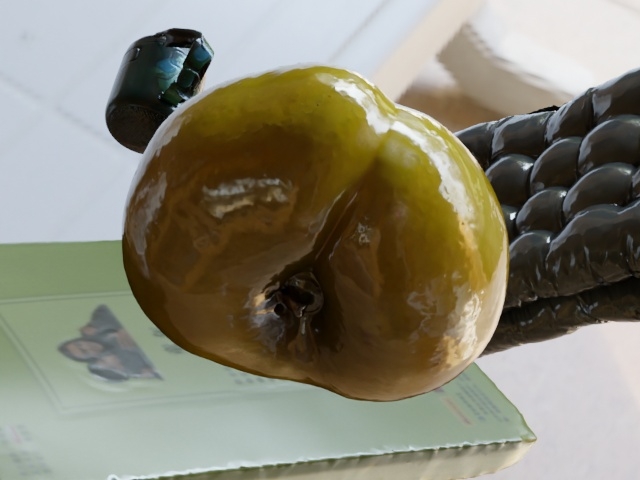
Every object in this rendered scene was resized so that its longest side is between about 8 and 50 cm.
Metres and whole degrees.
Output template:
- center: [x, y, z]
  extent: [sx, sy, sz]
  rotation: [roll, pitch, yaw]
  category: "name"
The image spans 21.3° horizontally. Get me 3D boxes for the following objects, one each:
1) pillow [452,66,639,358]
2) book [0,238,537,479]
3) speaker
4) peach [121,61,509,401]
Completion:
- center: [0.186, -0.023, 1.273]
  extent: [0.101, 0.326, 0.228]
  rotation: [42, 51, -24]
  category: "pillow"
- center: [-0.075, 0.066, 0.971]
  extent: [0.352, 0.035, 0.239]
  rotation: [-2, 33, -34]
  category: "book"
- center: [-0.109, -0.109, 1.156]
  extent: [0.060, 0.094, 0.075]
  rotation: [17, 54, -6]
  category: "speaker"
- center: [0.000, 0.000, 0.760]
  extent: [0.179, 0.179, 0.103]
  rotation: [15, 48, 0]
  category: "peach"
